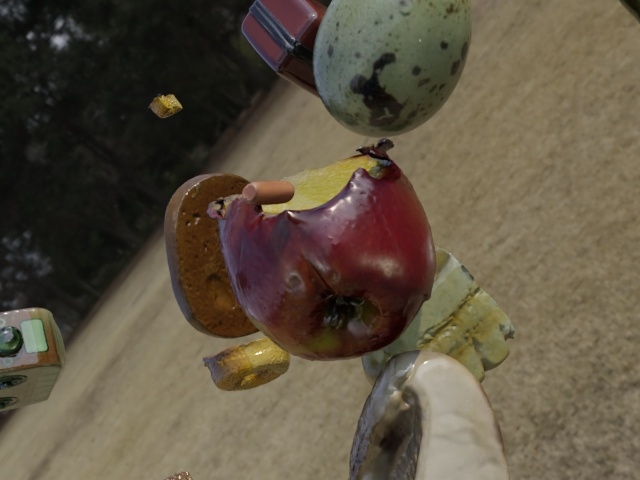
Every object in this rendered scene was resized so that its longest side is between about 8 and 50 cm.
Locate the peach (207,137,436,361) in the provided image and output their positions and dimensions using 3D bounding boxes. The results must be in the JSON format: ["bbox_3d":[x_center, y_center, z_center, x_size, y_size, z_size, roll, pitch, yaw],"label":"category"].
[{"bbox_3d":[0.000,0.000,1.638,0.417,0.339,0.353,-110,8,-45],"label":"peach"}]

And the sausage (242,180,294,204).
[{"bbox_3d":[-0.072,-0.067,1.390,0.083,0.034,0.034,-6,-33,-46],"label":"sausage"}]

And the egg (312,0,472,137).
[{"bbox_3d":[0.138,-0.371,1.884,0.379,0.287,0.287,-62,3,28],"label":"egg"}]

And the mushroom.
[{"bbox_3d":[0.167,0.377,1.664,0.313,0.224,0.397,166,103,-77],"label":"mushroom"}]

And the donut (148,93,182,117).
[{"bbox_3d":[-0.293,-0.261,1.908,0.067,0.038,0.083,-33,2,-22],"label":"donut"}]

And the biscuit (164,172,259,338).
[{"bbox_3d":[-0.197,0.030,2.209,0.314,0.367,0.063,-13,5,-39],"label":"biscuit"}]

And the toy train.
[{"bbox_3d":[-0.563,0.225,1.851,0.159,0.129,0.326,-10,-19,-26],"label":"toy train"}]

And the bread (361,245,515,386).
[{"bbox_3d":[0.238,0.223,2.233,0.341,0.300,0.210,-49,16,-10],"label":"bread"}]

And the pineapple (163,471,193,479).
[{"bbox_3d":[-0.319,0.505,1.935,0.159,0.074,0.074,-20,-2,-18],"label":"pineapple"}]

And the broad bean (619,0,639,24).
[{"bbox_3d":[0.458,-0.287,1.315,0.067,0.325,0.075,-34,9,9],"label":"broad bean"}]

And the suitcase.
[{"bbox_3d":[-0.007,-0.422,2.191,0.161,0.297,0.236,-50,47,15],"label":"suitcase"}]

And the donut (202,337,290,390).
[{"bbox_3d":[-0.144,0.258,2.054,0.190,0.174,0.075,-26,68,35],"label":"donut"}]
